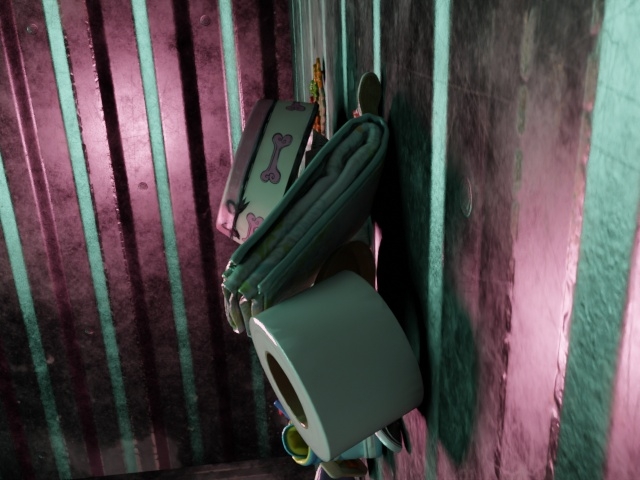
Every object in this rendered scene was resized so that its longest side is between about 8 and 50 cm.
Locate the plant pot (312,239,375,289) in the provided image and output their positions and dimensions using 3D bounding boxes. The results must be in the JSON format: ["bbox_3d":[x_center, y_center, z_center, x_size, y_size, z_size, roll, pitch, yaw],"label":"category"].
[{"bbox_3d":[0.037,0.112,1.283,0.236,0.032,0.236,-32,-52,-52],"label":"plant pot"}]

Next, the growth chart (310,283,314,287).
[{"bbox_3d":[-0.019,0.130,1.408,0.237,0.172,0.021,-58,-37,-16],"label":"growth chart"}]

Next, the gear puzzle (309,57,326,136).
[{"bbox_3d":[-0.016,-0.414,2.110,0.339,0.044,0.175,94,170,-59],"label":"gear puzzle"}]

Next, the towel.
[{"bbox_3d":[-0.026,-0.009,1.185,0.090,0.374,0.320,39,160,10],"label":"towel"}]

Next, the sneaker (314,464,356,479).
[{"bbox_3d":[0.070,0.745,1.815,0.148,0.131,0.350,112,148,-64],"label":"sneaker"}]

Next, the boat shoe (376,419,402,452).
[{"bbox_3d":[0.119,0.323,1.237,0.040,0.049,0.142,-54,20,10],"label":"boat shoe"}]

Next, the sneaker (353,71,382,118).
[{"bbox_3d":[0.080,-0.237,1.193,0.067,0.042,0.118,-110,14,-61],"label":"sneaker"}]

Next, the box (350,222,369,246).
[{"bbox_3d":[0.000,0.000,1.521,0.231,0.183,0.056,162,105,-84],"label":"box"}]

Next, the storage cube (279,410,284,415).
[{"bbox_3d":[-0.014,0.358,1.894,0.193,0.215,0.183,106,160,-58],"label":"storage cube"}]

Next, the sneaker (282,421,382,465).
[{"bbox_3d":[0.018,0.421,1.551,0.319,0.208,0.127,106,159,-79],"label":"sneaker"}]

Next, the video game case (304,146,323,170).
[{"bbox_3d":[0.016,-0.128,1.610,0.201,0.023,0.183,0,88,61],"label":"video game case"}]

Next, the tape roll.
[{"bbox_3d":[0.019,0.189,1.062,0.246,0.169,0.246,52,158,30],"label":"tape roll"}]

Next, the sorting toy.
[{"bbox_3d":[0.030,0.497,1.681,0.348,0.047,0.196,44,-173,28],"label":"sorting toy"}]

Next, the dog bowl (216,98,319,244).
[{"bbox_3d":[-0.135,-0.164,1.704,0.408,0.150,0.408,-161,90,-86],"label":"dog bowl"}]

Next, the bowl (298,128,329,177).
[{"bbox_3d":[-0.004,-0.214,1.865,0.170,0.080,0.170,-170,90,-80],"label":"bowl"}]
